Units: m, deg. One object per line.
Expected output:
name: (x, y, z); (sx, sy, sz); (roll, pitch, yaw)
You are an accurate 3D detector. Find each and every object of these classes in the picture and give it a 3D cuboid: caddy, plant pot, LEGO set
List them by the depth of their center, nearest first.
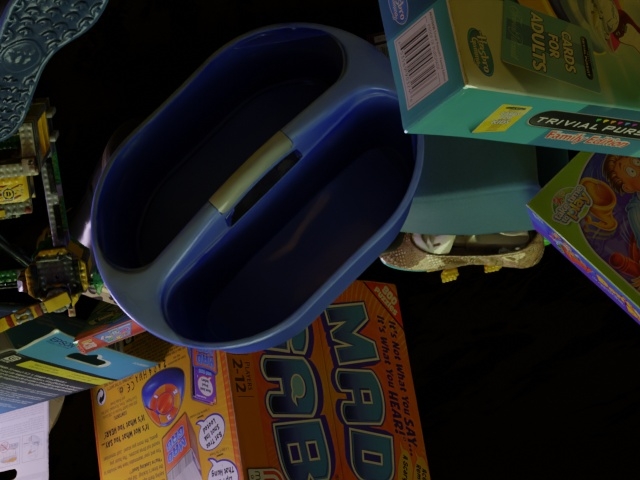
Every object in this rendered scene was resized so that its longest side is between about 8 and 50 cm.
LEGO set: (-0.370, -0.013, 1.341); (0.331, 0.255, 0.192); (2, -167, -5)
caddy: (-0.056, -0.047, 1.357); (0.341, 0.241, 0.179); (-45, 169, -5)
plant pot: (0.133, -0.096, 1.526); (0.234, 0.166, 0.165); (-9, 163, 20)

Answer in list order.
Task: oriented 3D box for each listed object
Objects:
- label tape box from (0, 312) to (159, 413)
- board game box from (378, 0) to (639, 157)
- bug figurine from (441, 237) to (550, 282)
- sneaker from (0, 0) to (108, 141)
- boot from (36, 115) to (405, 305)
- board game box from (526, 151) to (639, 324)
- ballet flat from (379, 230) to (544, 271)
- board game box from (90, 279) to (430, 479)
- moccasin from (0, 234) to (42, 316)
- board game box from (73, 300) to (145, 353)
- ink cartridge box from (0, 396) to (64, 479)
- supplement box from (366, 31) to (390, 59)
label tape box: (-0.446, 0.156, 2.041); (0.347, 0.115, 0.249); (-19, 158, 23)
board game box: (0.196, -0.197, 1.100); (0.336, 0.254, 0.079); (3, 157, -33)
bug figurine: (0.267, -0.012, 1.957); (0.279, 0.072, 0.216); (-12, 168, -8)
sneaker: (-0.253, -0.189, 1.197); (0.081, 0.090, 0.232); (11, 131, -43)
boot: (-0.122, -0.015, 1.654); (0.377, 0.138, 0.284); (8, 154, -32)
board game box: (0.405, -0.067, 1.375); (0.347, 0.233, 0.078); (-44, 158, -2)
ballet flat: (0.172, -0.004, 1.721); (0.206, 0.073, 0.067); (-3, 142, -10)
board game box: (-0.099, 0.275, 2.169); (0.356, 0.356, 0.356); (7, 155, -40)
moccasin: (-0.404, 0.007, 1.584); (0.116, 0.138, 0.342); (10, 174, 25)
board game box: (-0.188, 0.059, 1.862); (0.281, 0.145, 0.027); (-21, 114, 31)
ink cartridge box: (-0.487, 0.285, 2.204); (0.189, 0.232, 0.066); (-15, 157, 18)
supplement box: (0.081, -0.176, 1.431); (0.055, 0.043, 0.083); (-12, 160, 6)
